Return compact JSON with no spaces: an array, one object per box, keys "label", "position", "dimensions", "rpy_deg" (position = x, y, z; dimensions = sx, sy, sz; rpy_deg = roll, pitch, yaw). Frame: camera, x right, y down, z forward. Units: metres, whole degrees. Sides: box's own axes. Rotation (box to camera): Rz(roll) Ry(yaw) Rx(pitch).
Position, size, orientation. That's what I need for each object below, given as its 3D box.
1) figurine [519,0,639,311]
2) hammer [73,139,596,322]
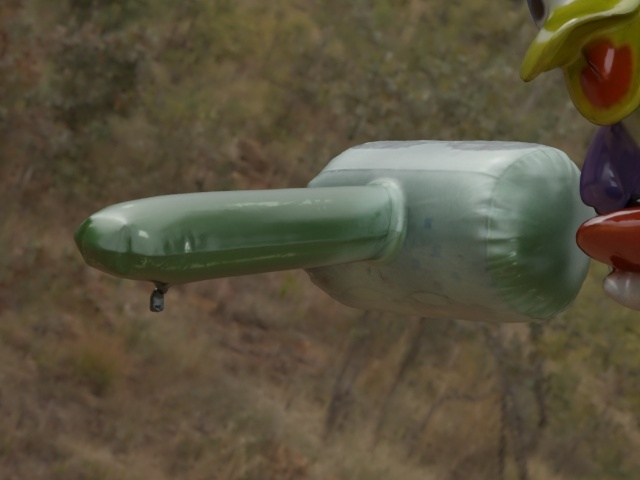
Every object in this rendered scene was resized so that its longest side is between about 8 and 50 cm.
[{"label":"figurine","position":[0.225,-0.060,0.834],"dimensions":[0.421,0.154,0.193],"rpy_deg":[39,51,-20]},{"label":"hammer","position":[0.000,0.000,0.897],"dimensions":[0.336,0.118,0.206],"rpy_deg":[-5,5,-42]}]
